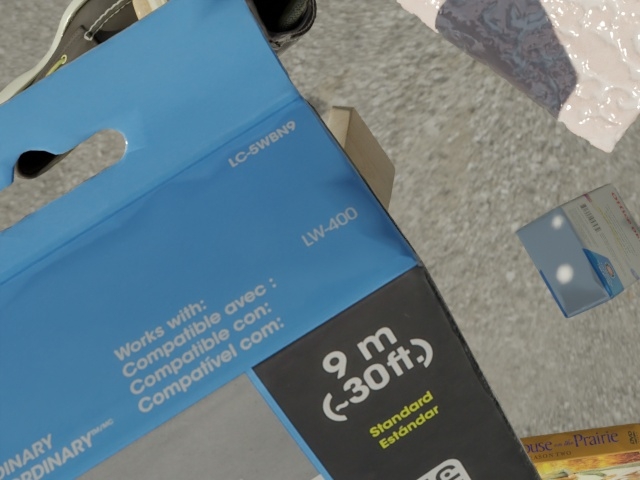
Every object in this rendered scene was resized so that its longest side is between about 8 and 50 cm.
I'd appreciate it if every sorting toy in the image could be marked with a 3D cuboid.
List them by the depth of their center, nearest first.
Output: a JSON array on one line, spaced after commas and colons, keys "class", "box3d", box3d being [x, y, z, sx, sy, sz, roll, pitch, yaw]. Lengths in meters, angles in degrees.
[{"class": "sorting toy", "box3d": [0.000, 0.000, 1.096, 0.089, 0.257, 0.255, 9, 82, 16]}]

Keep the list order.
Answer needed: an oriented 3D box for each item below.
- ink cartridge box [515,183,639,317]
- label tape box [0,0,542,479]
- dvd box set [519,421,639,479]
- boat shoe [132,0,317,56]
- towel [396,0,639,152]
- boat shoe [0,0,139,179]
[{"class": "ink cartridge box", "box3d": [0.238, 0.006, 0.836, 0.052, 0.122, 0.088, -35, 80, 39]}, {"class": "label tape box", "box3d": [-0.051, 0.088, 0.442, 0.241, 0.106, 0.333, -32, 122, 0]}, {"class": "dvd box set", "box3d": [0.406, 0.460, 1.799, 0.421, 0.062, 0.307, -8, 142, 6]}, {"class": "boat shoe", "box3d": [-0.051, -0.199, 0.774, 0.092, 0.285, 0.102, -8, 95, 21]}, {"class": "towel", "box3d": [0.286, -0.307, 1.074, 0.332, 0.053, 0.317, 38, 129, 7]}, {"class": "boat shoe", "box3d": [-0.203, -0.145, 0.830, 0.228, 0.081, 0.068, -42, 60, 22]}]
